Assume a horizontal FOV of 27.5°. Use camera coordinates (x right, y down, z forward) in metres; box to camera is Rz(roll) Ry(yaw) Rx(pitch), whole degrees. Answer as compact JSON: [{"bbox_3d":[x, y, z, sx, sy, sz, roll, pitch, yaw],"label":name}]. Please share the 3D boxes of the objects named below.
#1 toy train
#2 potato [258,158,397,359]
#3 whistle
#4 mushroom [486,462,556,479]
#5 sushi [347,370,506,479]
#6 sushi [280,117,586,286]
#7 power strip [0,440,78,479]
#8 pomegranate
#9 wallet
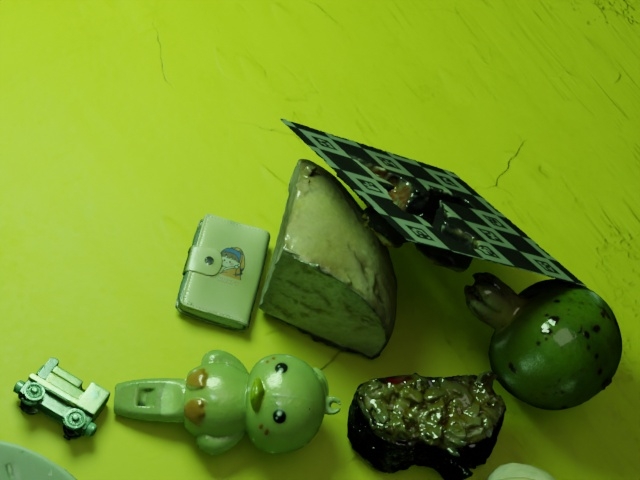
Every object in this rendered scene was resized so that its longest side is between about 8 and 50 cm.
[{"bbox_3d":[-0.336,0.207,1.708,0.122,0.050,0.081,31,54,4],"label":"toy train"},{"bbox_3d":[0.037,-0.002,1.834,0.190,0.211,0.264,15,55,-4],"label":"potato"},{"bbox_3d":[-0.120,0.209,1.714,0.294,0.141,0.141,5,61,-11],"label":"whistle"},{"bbox_3d":[0.265,0.436,1.587,0.325,0.353,0.353,21,54,31],"label":"mushroom"},{"bbox_3d":[0.144,0.253,1.770,0.213,0.115,0.147,6,60,-12],"label":"sushi"},{"bbox_3d":[0.143,-0.029,1.827,0.359,0.064,0.343,13,23,-39],"label":"sushi"},{"bbox_3d":[-0.399,0.392,1.473,0.358,0.161,0.357,10,68,-26],"label":"power strip"},{"bbox_3d":[0.306,0.130,1.826,0.248,0.202,0.202,39,58,-7],"label":"pomegranate"},{"bbox_3d":[-0.139,0.045,1.855,0.110,0.039,0.155,18,59,-9],"label":"wallet"}]
